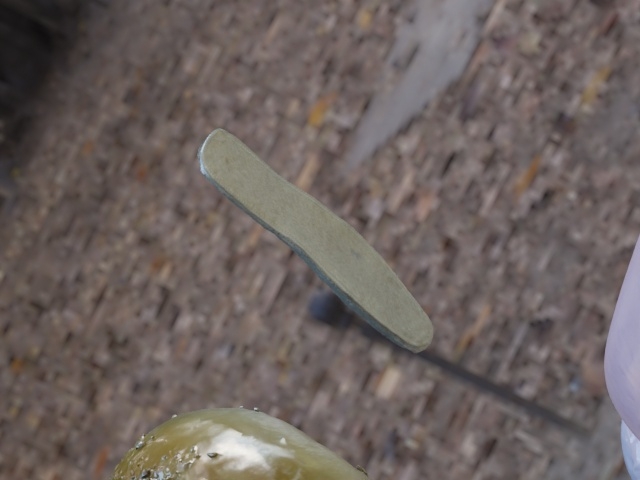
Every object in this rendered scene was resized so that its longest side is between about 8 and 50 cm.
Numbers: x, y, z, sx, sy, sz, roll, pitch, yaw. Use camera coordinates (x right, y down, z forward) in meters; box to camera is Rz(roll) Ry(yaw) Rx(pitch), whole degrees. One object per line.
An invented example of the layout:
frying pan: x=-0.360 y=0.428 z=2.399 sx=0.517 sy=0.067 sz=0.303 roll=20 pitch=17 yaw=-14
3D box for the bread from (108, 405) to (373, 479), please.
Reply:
bread: x=-0.045 y=0.259 z=1.274 sx=0.159 sy=0.305 sz=0.305 roll=-29 pitch=-9 yaw=-35

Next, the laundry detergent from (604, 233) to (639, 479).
laundry detergent: x=0.180 y=0.026 z=0.747 sx=0.159 sy=0.088 sz=0.335 roll=-25 pitch=-23 yaw=-11

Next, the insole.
insole: x=0.000 y=0.000 z=1.181 sx=0.010 sy=0.192 sz=0.063 roll=-40 pitch=17 yaw=34
